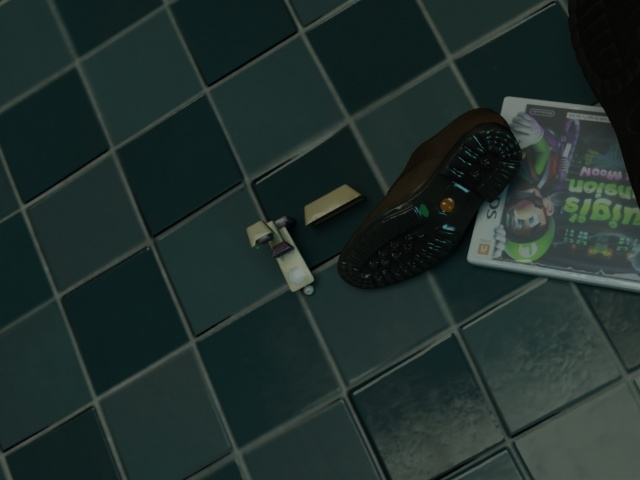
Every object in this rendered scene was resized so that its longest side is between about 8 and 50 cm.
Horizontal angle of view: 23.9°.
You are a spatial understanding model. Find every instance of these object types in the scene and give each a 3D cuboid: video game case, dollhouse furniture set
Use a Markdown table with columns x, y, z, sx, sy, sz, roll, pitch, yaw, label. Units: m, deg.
| x | y | z | sx | sy | sz | roll | pitch | yaw | label |
| --- | --- | --- | --- | --- | --- | --- | --- | --- | --- |
| 0.249 | -0.046 | 1.449 | 0.190 | 0.022 | 0.173 | 9 | 79 | 24 | video game case |
| 0.000 | 0.000 | 1.513 | 0.114 | 0.091 | 0.081 | -29 | 82 | 9 | dollhouse furniture set |

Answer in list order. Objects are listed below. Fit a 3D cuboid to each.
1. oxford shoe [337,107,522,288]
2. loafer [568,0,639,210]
| x | y | z | sx | sy | sz | roll | pitch | yaw | label |
| --- | --- | --- | --- | --- | --- | --- | --- | --- | --- |
| 0.104 | -0.040 | 1.485 | 0.227 | 0.083 | 0.096 | -42 | 26 | 18 | oxford shoe |
| 0.321 | -0.144 | 1.330 | 0.130 | 0.134 | 0.365 | 0 | 67 | -25 | loafer |
